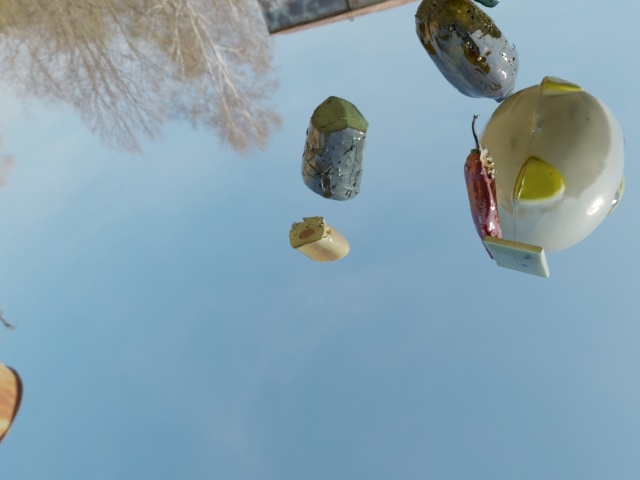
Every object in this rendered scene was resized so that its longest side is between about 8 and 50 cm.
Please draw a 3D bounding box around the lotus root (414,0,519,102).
[{"bbox_3d":[0.416,-0.524,1.250,0.179,0.397,0.196,-51,-146,15],"label":"lotus root"}]

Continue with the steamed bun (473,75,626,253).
[{"bbox_3d":[0.487,-0.157,0.990,0.333,0.334,0.375,5,-113,32],"label":"steamed bun"}]

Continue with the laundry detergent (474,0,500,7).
[{"bbox_3d":[0.332,-0.633,1.060,0.210,0.063,0.138,18,-125,-17],"label":"laundry detergent"}]

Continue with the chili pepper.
[{"bbox_3d":[0.274,-0.074,0.754,0.050,0.268,0.059,-6,-159,28],"label":"chili pepper"}]

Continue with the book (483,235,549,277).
[{"bbox_3d":[0.287,0.025,0.653,0.077,0.111,0.014,15,-102,35],"label":"book"}]

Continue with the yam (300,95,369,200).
[{"bbox_3d":[0.044,-0.281,1.381,0.201,0.272,0.203,-12,-127,-32],"label":"yam"}]

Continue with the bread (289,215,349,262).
[{"bbox_3d":[-0.001,-0.001,1.343,0.134,0.173,0.085,-18,-121,26],"label":"bread"}]
